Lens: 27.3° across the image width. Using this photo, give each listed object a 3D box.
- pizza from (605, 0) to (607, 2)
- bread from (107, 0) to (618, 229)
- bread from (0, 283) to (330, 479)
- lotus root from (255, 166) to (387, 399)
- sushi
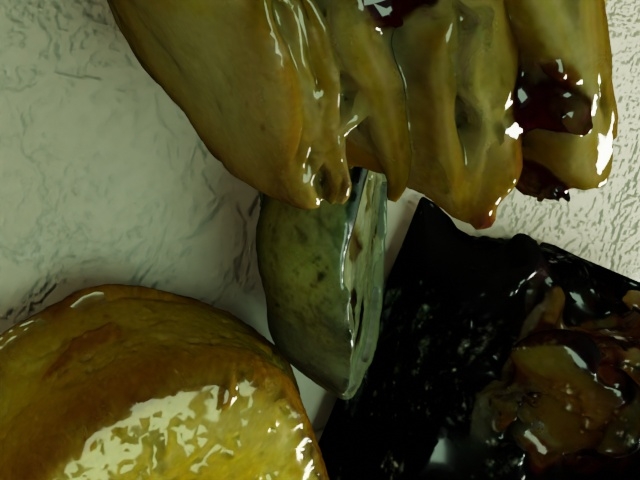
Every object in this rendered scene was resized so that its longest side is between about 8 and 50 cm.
[{"bbox_3d":[0.160,-0.387,0.803,0.406,0.130,0.440,16,97,-38],"label":"pizza"},{"bbox_3d":[-0.029,-0.179,0.653,0.191,0.314,0.370,-35,127,-8],"label":"bread"},{"bbox_3d":[-0.107,0.158,0.809,0.268,0.146,0.268,-10,113,-26],"label":"bread"},{"bbox_3d":[-0.001,0.001,0.831,0.078,0.203,0.183,6,106,9],"label":"lotus root"},{"bbox_3d":[0.164,0.120,0.926,0.227,0.212,0.215,21,94,-37],"label":"sushi"}]
